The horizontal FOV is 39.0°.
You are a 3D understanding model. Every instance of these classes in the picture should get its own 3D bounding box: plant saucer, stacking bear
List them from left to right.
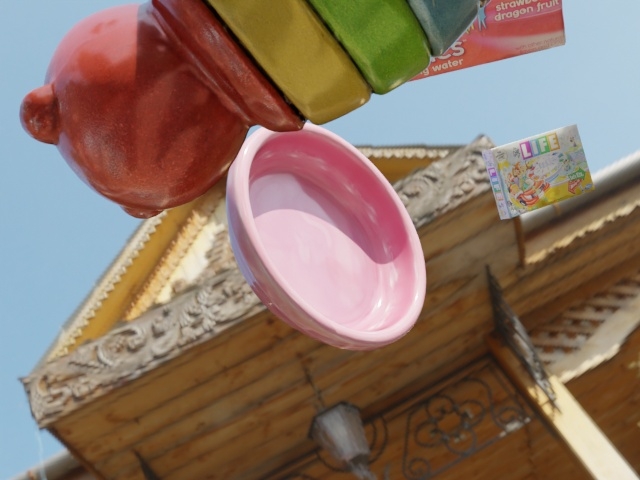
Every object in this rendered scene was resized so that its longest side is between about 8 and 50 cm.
[{"bbox_3d":[-0.023,-0.130,0.476,0.289,0.164,0.175,-40,-37,6],"label":"stacking bear"},{"bbox_3d":[0.000,0.000,1.206,0.332,0.332,0.084,19,-40,-37],"label":"plant saucer"}]

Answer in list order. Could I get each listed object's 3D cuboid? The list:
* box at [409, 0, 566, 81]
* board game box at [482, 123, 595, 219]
[{"bbox_3d":[0.085,-0.264,0.925,0.300,0.142,0.154,-11,-42,11],"label":"box"},{"bbox_3d":[0.319,-0.101,1.316,0.154,0.026,0.103,-18,-87,-20],"label":"board game box"}]
